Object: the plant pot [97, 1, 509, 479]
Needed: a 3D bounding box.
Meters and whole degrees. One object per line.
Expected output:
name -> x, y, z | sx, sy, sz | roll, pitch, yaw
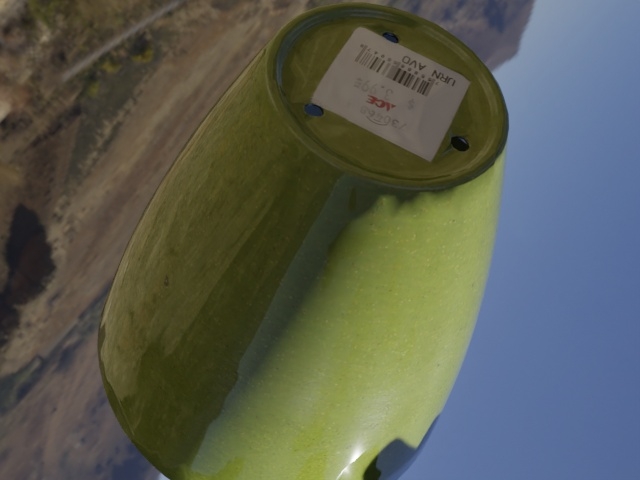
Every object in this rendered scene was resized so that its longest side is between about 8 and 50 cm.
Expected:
plant pot -> 0.000, 0.000, 0.585 | 0.275, 0.275, 0.293 | -51, 170, -37
